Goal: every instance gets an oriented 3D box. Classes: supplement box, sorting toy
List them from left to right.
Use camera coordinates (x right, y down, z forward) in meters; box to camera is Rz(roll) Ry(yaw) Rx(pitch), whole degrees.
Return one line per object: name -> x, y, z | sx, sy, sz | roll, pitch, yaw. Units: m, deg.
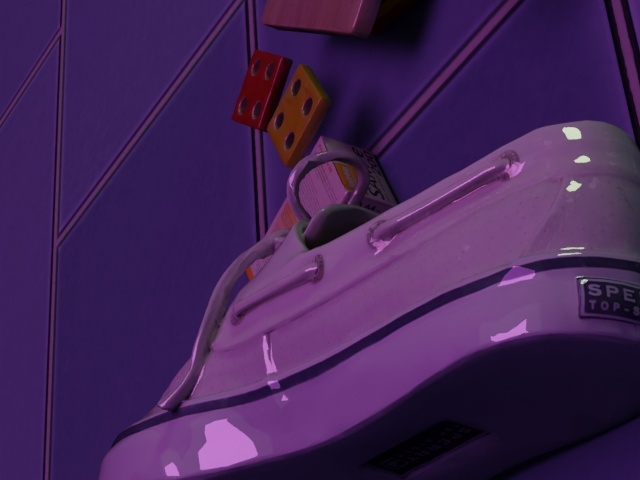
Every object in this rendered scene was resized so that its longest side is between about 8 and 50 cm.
supplement box -> 0.000, 0.000, 0.992 | 0.098, 0.036, 0.062 | -60, 29, 25
sorting toy -> 0.026, -0.171, 1.035 | 0.132, 0.046, 0.275 | 19, 91, 64

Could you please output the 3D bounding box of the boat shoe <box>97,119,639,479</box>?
boat shoe -> 0.015, 0.036, 0.832 | 0.367, 0.136, 0.156 | -34, 46, 48
